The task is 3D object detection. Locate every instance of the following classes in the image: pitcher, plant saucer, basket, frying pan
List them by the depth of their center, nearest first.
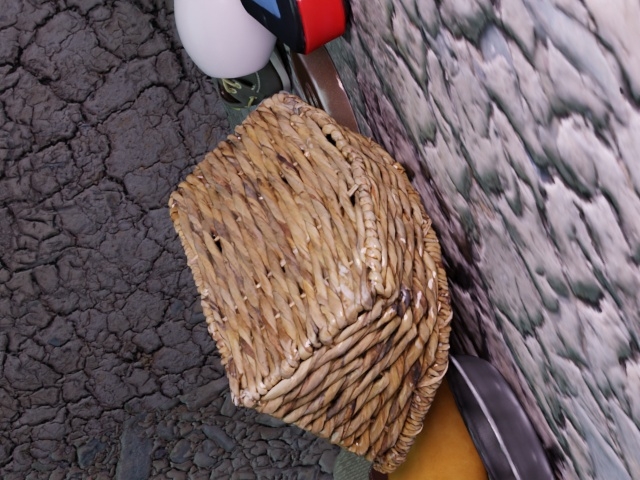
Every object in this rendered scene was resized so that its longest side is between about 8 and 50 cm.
[{"bbox_3d":[0.186,0.232,1.051,0.197,0.053,0.326,70,174,-55],"label":"frying pan"},{"bbox_3d":[0.025,0.027,1.150,0.223,0.213,0.299,32,-157,-40],"label":"basket"},{"bbox_3d":[0.003,-0.159,1.352,0.168,0.029,0.168,155,90,-86],"label":"plant saucer"},{"bbox_3d":[-0.117,-0.319,1.482,0.178,0.125,0.207,-81,-16,-59],"label":"pitcher"}]

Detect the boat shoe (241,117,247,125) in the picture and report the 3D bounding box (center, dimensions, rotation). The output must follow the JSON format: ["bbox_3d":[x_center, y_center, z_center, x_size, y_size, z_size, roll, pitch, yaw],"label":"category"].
[{"bbox_3d":[-0.037,-0.072,1.847,0.268,0.096,0.088,67,171,-24],"label":"boat shoe"}]

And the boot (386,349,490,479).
[{"bbox_3d":[0.091,0.149,1.230,0.295,0.104,0.211,-88,-19,-69],"label":"boot"}]

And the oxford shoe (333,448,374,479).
[{"bbox_3d":[0.127,0.406,2.056,0.130,0.169,0.449,45,179,-12],"label":"oxford shoe"}]

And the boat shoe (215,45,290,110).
[{"bbox_3d":[-0.106,-0.246,1.765,0.305,0.091,0.109,173,73,-85],"label":"boat shoe"}]

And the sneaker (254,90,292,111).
[{"bbox_3d":[-0.025,-0.066,1.711,0.118,0.110,0.292,-9,-95,-56],"label":"sneaker"}]

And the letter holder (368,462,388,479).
[{"bbox_3d":[0.140,0.452,1.663,0.302,0.214,0.152,-119,7,-49],"label":"letter holder"}]

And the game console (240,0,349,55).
[{"bbox_3d":[-0.084,-0.362,1.150,0.386,0.060,0.342,-127,13,-68],"label":"game console"}]
